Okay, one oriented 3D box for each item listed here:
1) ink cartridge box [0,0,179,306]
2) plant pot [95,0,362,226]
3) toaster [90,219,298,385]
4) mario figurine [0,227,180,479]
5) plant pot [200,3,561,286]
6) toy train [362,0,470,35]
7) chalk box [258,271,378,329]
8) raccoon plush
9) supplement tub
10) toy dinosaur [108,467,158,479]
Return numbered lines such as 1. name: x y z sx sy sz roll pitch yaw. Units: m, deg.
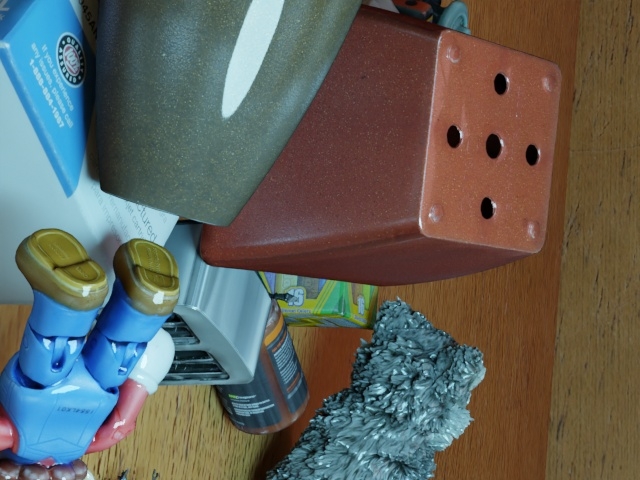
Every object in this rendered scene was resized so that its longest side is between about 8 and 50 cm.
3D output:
1. ink cartridge box: -0.209 -0.176 1.261 0.395 0.166 0.285 -67 149 -42
2. plant pot: -0.093 -0.135 1.107 0.215 0.215 0.230 12 95 -66
3. toaster: -0.143 0.062 1.401 0.168 0.186 0.110 59 34 -52
4. mario figurine: -0.242 0.125 1.157 0.320 0.198 0.170 -61 -174 24
5. plant pot: 0.075 -0.089 1.321 0.267 0.236 0.267 8 87 -45
6. toy train: 0.077 -0.149 1.611 0.190 0.142 0.334 -47 148 -42
7. chalk box: 0.000 0.000 1.794 0.132 0.132 0.213 26 67 -65
8. raccoon plush: 0.043 0.270 1.660 0.446 0.216 0.299 -43 157 -58
9. supplement tub: -0.084 0.126 1.637 0.106 0.106 0.198 -64 146 -45
10. toy dinosaur: -0.189 0.275 1.452 0.082 0.047 0.090 46 11 -23
